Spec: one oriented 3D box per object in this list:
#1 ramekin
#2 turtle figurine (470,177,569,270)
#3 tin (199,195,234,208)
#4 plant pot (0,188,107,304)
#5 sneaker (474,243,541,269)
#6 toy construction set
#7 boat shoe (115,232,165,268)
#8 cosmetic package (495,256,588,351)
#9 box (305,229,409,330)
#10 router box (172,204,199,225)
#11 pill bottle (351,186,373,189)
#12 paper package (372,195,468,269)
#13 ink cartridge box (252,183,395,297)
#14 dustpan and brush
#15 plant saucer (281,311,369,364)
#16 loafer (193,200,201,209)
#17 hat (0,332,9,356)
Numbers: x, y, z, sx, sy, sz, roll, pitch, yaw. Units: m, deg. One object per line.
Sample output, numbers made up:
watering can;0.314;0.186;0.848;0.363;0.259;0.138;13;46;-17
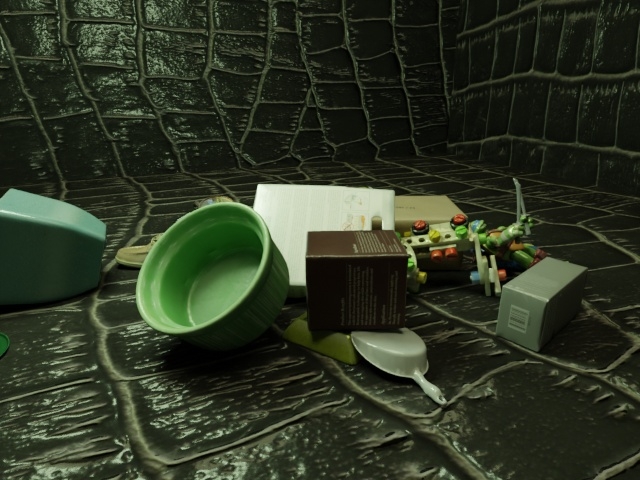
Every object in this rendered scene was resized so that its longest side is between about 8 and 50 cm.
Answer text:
ramekin;-0.213;0.082;0.906;0.304;0.148;0.303;-12;53;17
turtle figurine;0.561;-0.014;1.158;0.266;0.274;0.198;41;0;11
tin;-0.297;-0.071;1.281;0.106;0.040;0.189;-14;41;-17
plant pot;-0.721;0.026;1.156;0.253;0.246;0.248;10;13;-28
sneaker;0.562;0.051;1.268;0.210;0.069;0.082;-2;24;-4
toy construction set;0.314;0.047;1.122;0.328;0.151;0.214;2;47;6
boat shoe;-0.480;0.022;1.337;0.303;0.098;0.109;-2;20;-5
cosmetic package;0.496;0.133;0.959;0.238;0.127;0.107;-18;26;-36
box;0.071;0.079;0.922;0.204;0.168;0.167;0;20;-1
router box;-0.344;-0.065;1.340;0.133;0.046;0.179;20;39;25
pill bottle;0.119;-0.156;1.785;0.209;0.119;0.119;-9;21;-23
paper package;0.269;-0.036;1.377;0.325;0.168;0.309;0;20;3
ink cartridge box;0.000;0.000;1.150;0.386;0.091;0.307;3;61;5
dustpan and brush;0.166;0.233;0.812;0.148;0.060;0.211;0;11;-28
plant saucer;0.040;0.182;0.953;0.188;0.045;0.188;12;24;32
loafer;-0.332;-0.039;1.488;0.130;0.133;0.366;-12;32;-37
hat;-0.735;0.159;0.838;0.173;0.183;0.208;-9;21;-24
